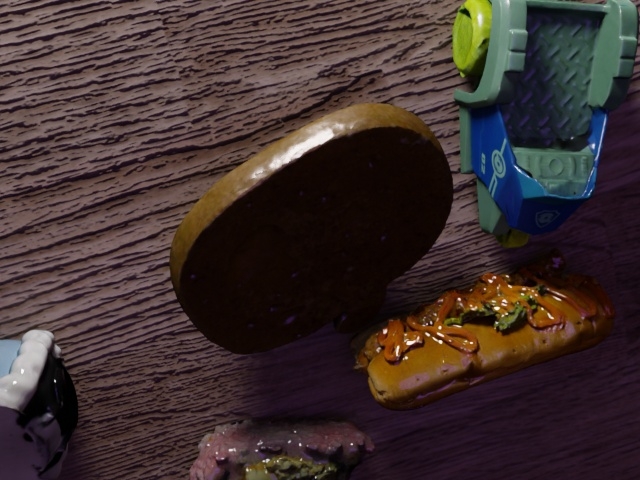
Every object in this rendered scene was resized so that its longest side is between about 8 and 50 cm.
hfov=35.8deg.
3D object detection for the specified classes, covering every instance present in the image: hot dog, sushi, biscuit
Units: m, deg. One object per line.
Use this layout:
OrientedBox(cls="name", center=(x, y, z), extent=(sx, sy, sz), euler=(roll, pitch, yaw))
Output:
OrientedBox(cls="hot dog", center=(0.206, 0.109, 1.281), extent=(0.349, 0.158, 0.117), euler=(-17, 111, -7))
OrientedBox(cls="sushi", center=(-0.052, 0.329, 1.317), extent=(0.241, 0.107, 0.161), euler=(-3, 109, -12))
OrientedBox(cls="biscuit", center=(-0.001, -0.001, 1.214), extent=(0.367, 0.063, 0.314), euler=(-33, 136, -1))

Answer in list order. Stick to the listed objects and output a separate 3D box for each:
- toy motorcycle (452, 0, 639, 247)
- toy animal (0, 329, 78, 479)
OrientedBox(cls="toy motorcycle", center=(0.269, -0.138, 1.210), extent=(0.191, 0.200, 0.326), euler=(0, 103, -13))
OrientedBox(cls="toy animal", center=(-0.395, 0.198, 1.174), extent=(0.204, 0.156, 0.208), euler=(-9, 138, -7))
